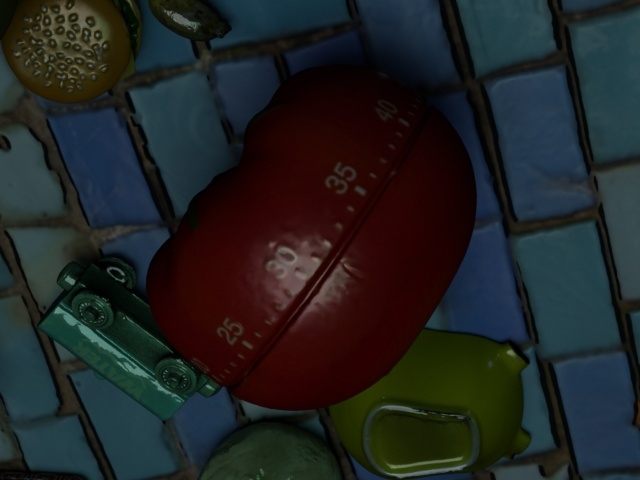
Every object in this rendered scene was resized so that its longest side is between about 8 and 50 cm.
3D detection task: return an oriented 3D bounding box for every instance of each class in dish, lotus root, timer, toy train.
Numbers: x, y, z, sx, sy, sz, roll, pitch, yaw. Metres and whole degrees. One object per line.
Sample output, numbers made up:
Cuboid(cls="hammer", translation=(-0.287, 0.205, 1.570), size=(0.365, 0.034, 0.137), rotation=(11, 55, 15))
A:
Cuboid(cls="dish", translation=(0.134, 0.225, 1.694), size=(0.262, 0.108, 0.221), rotation=(0, 118, 7))
Cuboid(cls="lotus root", translation=(-0.148, -0.253, 1.518), size=(0.099, 0.054, 0.049), rotation=(28, 107, -7))
Cuboid(cls="timer", translation=(0.000, 0.000, 1.445), size=(0.279, 0.378, 0.378), rotation=(36, 116, -2))
Cuboid(cls="toy train", translation=(-0.243, 0.131, 1.707), size=(0.248, 0.101, 0.159), rotation=(38, 128, -11))

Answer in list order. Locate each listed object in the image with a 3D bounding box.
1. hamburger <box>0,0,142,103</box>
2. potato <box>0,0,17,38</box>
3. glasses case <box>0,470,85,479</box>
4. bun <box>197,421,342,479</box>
Cuboid(cls="hamburger", translation=(-0.278, -0.231, 1.511), size=(0.162, 0.115, 0.162), rotation=(3, 118, 5))
Cuboid(cls="potato", translation=(-0.399, -0.301, 1.356), size=(0.202, 0.218, 0.351), rotation=(3, 115, -34))
Cuboid(cls="glasses case", translation=(-0.415, 0.358, 1.862), size=(0.194, 0.049, 0.073), rotation=(1, 117, 7))
Cuboid(cls="bun", translation=(-0.065, 0.336, 1.771), size=(0.195, 0.118, 0.195), rotation=(2, 113, 5))
